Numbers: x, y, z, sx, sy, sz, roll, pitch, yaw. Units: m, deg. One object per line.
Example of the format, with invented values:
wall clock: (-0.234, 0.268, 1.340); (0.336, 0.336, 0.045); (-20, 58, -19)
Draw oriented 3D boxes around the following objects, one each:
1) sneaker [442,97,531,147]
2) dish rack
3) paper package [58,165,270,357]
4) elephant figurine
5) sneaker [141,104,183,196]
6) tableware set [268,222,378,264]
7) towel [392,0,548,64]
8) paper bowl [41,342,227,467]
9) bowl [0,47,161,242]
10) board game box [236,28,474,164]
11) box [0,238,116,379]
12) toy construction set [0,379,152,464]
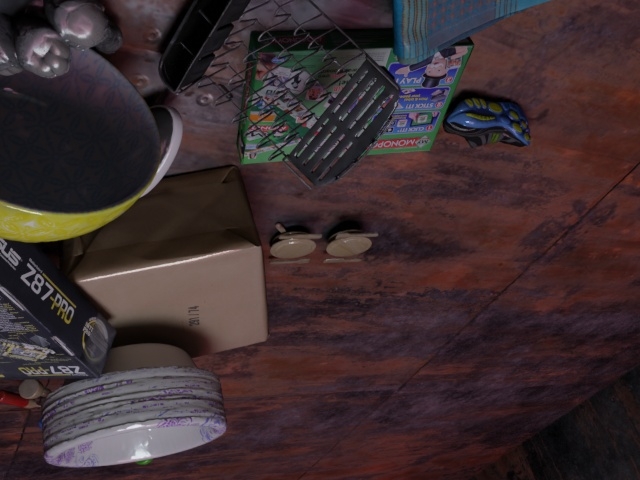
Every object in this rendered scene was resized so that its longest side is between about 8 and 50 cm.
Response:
sneaker: (0.280, -0.192, 1.204); (0.188, 0.067, 0.078); (5, 161, -34)
dish rack: (-0.046, -0.195, 0.883); (0.208, 0.271, 0.074); (-47, 178, 37)
paper package: (-0.250, 0.062, 1.202); (0.310, 0.168, 0.324); (-12, 147, -11)
elephant figurine: (-0.300, -0.258, 0.741); (0.170, 0.239, 0.185); (-9, 117, -12)
sneaker: (-0.326, -0.095, 0.961); (0.296, 0.104, 0.147); (-30, 164, 16)
tableware set: (0.000, 0.000, 1.353); (0.194, 0.039, 0.128); (-1, 155, -15)
towel: (0.204, -0.393, 0.838); (0.272, 0.040, 0.370); (-26, 148, -14)
paper bowl: (-0.302, 0.264, 1.170); (0.284, 0.148, 0.284); (-12, 157, -5)
bowl: (-0.344, -0.100, 0.815); (0.290, 0.289, 0.156); (9, 140, -35)
board game box: (0.044, -0.210, 1.064); (0.318, 0.046, 0.213); (-6, 145, -18)
box: (-0.537, 0.087, 1.004); (0.395, 0.097, 0.318); (-5, 139, 18)
toy construction set: (-0.447, 0.314, 1.453); (0.309, 0.257, 0.237); (0, 160, 8)
